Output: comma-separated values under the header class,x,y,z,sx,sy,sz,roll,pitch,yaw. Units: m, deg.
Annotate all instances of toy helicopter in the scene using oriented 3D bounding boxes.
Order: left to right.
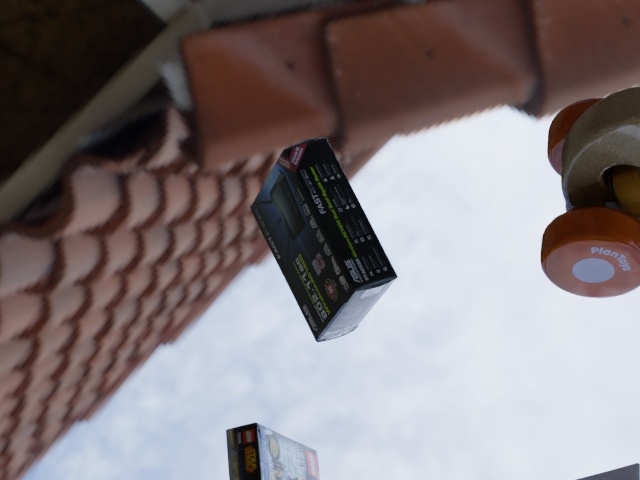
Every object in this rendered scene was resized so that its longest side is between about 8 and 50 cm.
class,x,y,z,sx,sy,sz,roll,pitch,yaw
toy helicopter,0.353,-0.025,1.198,0.235,0.355,0.140,-46,-153,48

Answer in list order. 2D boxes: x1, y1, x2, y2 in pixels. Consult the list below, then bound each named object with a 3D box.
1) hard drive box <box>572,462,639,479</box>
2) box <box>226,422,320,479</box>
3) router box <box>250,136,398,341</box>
class,x,y,z,sx,sy,sz,roll,pitch,yaw
hard drive box,0.107,0.257,0.972,0.232,0.089,0.181,-21,-149,25
box,-0.027,0.202,1.082,0.027,0.094,0.137,-15,-115,22
router box,0.000,0.000,1.144,0.122,0.038,0.092,63,-27,18
